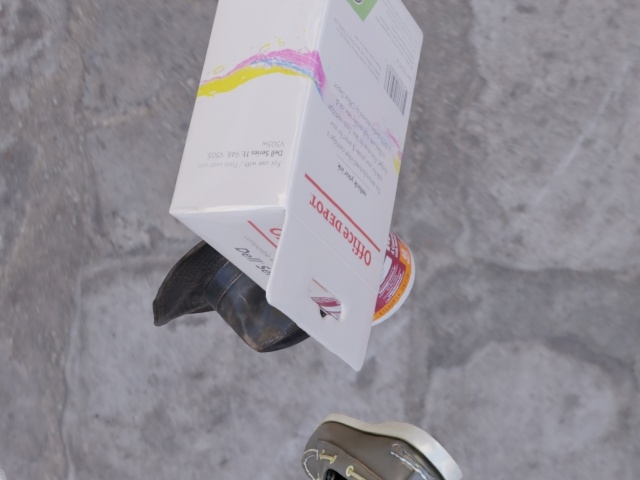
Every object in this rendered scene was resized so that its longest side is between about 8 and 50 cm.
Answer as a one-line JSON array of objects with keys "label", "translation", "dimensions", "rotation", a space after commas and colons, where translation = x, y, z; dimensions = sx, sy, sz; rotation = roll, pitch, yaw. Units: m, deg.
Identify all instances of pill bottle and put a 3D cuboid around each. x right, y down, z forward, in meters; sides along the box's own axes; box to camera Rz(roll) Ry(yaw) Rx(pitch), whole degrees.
[{"label": "pill bottle", "translation": [0.000, 0.000, 1.492], "dimensions": [0.121, 0.121, 0.221], "rotation": [-47, 135, 3]}]

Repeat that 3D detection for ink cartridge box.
[{"label": "ink cartridge box", "translation": [-0.019, -0.079, 1.221], "dimensions": [0.207, 0.119, 0.353], "rotation": [44, 51, -55]}]

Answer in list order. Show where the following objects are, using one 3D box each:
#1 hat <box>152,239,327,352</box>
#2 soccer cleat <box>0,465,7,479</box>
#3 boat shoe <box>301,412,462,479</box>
[{"label": "hat", "translation": [-0.043, 0.055, 1.718], "dimensions": [0.331, 0.331, 0.134], "rotation": [-33, 77, -3]}, {"label": "soccer cleat", "translation": [-0.429, 0.307, 1.599], "dimensions": [0.196, 0.068, 0.076], "rotation": [-28, 93, 40]}, {"label": "boat shoe", "translation": [0.042, 0.256, 1.492], "dimensions": [0.091, 0.305, 0.109], "rotation": [-46, 101, -21]}]
